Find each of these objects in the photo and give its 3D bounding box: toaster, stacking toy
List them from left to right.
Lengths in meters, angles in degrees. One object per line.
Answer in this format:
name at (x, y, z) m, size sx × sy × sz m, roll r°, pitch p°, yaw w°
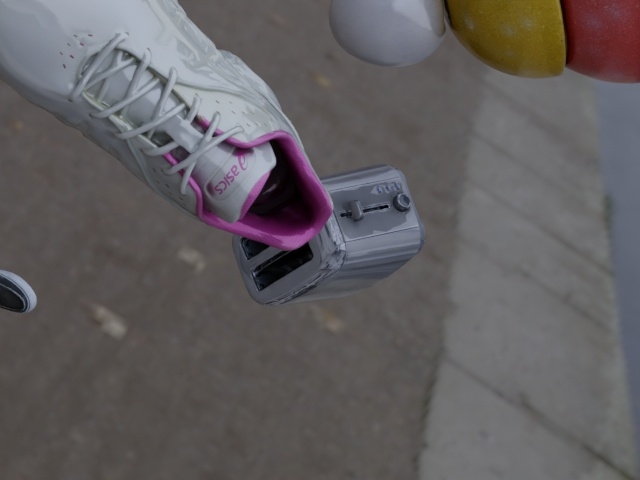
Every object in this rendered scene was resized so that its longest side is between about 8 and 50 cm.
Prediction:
toaster at (0.000, 0.000, 2.263) m, size 0.146 × 0.227 × 0.129 m, roll -9°, pitch 75°, yaw -42°
stacking toy at (0.243, -0.280, 1.993) m, size 0.480 × 0.350 × 0.350 m, roll -12°, pitch 26°, yaw -2°

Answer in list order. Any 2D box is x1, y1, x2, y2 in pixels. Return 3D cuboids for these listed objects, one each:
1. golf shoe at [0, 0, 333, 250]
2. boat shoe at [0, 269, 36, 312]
golf shoe at (-0.097, -0.089, 1.223) m, size 0.306 × 0.115 × 0.140 m, roll 31°, pitch 12°, yaw -48°
boat shoe at (-0.407, 0.054, 2.325) m, size 0.142 × 0.049 × 0.040 m, roll 25°, pitch 34°, yaw 17°
